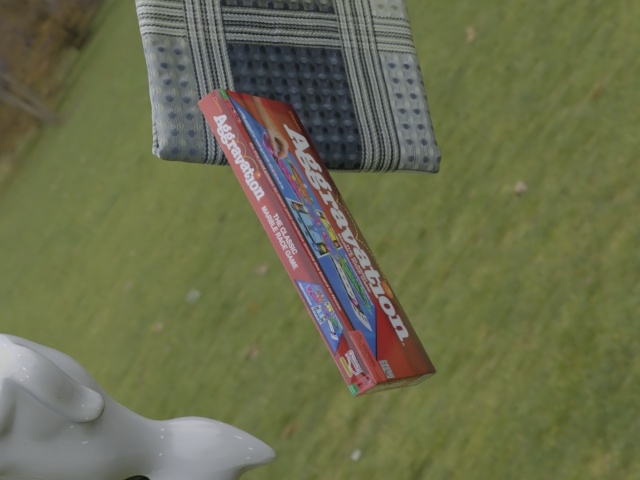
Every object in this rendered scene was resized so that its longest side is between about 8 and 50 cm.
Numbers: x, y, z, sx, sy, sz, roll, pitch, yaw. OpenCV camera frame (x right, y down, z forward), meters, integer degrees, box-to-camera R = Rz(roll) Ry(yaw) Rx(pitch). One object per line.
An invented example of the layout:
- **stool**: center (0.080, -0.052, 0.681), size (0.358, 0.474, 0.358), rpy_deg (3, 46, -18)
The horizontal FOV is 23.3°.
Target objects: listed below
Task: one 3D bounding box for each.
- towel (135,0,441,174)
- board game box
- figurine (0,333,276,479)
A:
- **towel**: center (-0.045, -0.216, 1.547), size (0.056, 0.312, 0.324), rpy_deg (-41, 53, 56)
- **board game box**: center (0.000, 0.000, 1.324), size (0.027, 0.281, 0.145), rpy_deg (-33, -13, 19)
- **figurine**: center (-0.163, 0.133, 1.000), size (0.215, 0.209, 0.092), rpy_deg (-15, 62, 48)
